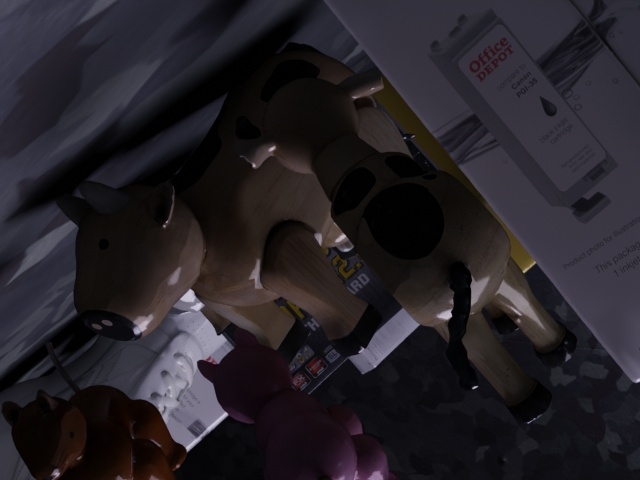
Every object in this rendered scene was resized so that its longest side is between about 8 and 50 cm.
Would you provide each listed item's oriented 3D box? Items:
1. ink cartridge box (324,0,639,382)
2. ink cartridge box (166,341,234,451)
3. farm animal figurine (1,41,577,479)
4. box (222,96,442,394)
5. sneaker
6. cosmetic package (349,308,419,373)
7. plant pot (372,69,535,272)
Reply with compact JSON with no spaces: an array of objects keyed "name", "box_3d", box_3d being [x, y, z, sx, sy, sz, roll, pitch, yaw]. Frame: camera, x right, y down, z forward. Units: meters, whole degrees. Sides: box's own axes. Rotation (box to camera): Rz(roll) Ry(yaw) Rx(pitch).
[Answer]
[{"name":"ink cartridge box","box_3d":[0.159,-0.094,0.749,0.117,0.283,0.207,-39,180,35]},{"name":"ink cartridge box","box_3d":[-0.198,0.186,1.624,0.218,0.158,0.092,-42,176,-1]},{"name":"farm animal figurine","box_3d":[-0.034,-0.001,0.688,0.330,0.172,0.326,-27,-155,32]},{"name":"box","box_3d":[0.000,0.000,1.122,0.231,0.183,0.056,-41,179,-3]},{"name":"sneaker","box_3d":[-0.167,0.149,1.154,0.305,0.152,0.114,-37,150,-13]},{"name":"cosmetic package","box_3d":[0.016,0.052,1.716,0.099,0.239,0.060,-41,179,-25]},{"name":"plant pot","box_3d":[0.139,-0.077,1.331,0.254,0.239,0.254,-41,178,-2]}]
